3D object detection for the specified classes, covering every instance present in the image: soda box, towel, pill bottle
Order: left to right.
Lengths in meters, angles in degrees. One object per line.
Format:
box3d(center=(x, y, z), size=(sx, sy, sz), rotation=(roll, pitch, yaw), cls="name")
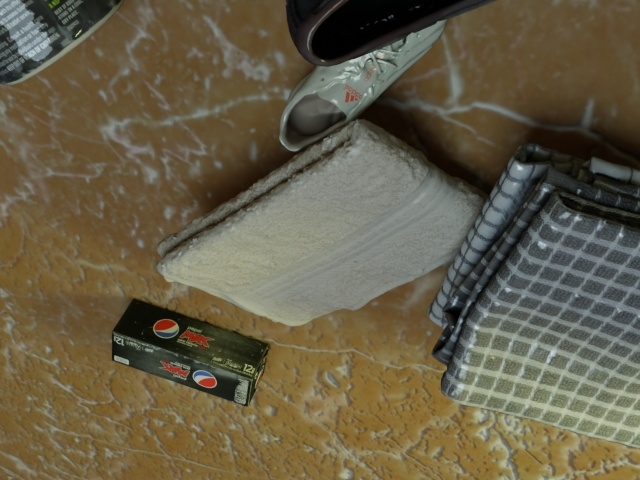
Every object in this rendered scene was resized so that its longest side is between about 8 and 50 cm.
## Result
box3d(center=(-0.272, -0.252, 0.683), size=(0.130, 0.130, 0.246), rotation=(-18, 121, 32), cls="pill bottle")
box3d(center=(-0.148, 0.126, 1.015), size=(0.169, 0.060, 0.053), rotation=(18, 132, 6), cls="soda box")
box3d(center=(0.000, 0.000, 0.811), size=(0.187, 0.049, 0.282), rotation=(26, 139, -37), cls="towel")
box3d(center=(0.250, 0.060, 0.737), size=(0.283, 0.121, 0.235), rotation=(16, 135, -7), cls="towel")

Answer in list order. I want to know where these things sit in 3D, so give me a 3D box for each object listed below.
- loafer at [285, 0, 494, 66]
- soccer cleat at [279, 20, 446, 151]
box3d(center=(0.114, -0.193, 0.572), size=(0.302, 0.095, 0.109), rotation=(-23, 127, 19), cls="loafer")
box3d(center=(0.034, -0.139, 0.702), size=(0.068, 0.076, 0.196), rotation=(36, 132, -12), cls="soccer cleat")
